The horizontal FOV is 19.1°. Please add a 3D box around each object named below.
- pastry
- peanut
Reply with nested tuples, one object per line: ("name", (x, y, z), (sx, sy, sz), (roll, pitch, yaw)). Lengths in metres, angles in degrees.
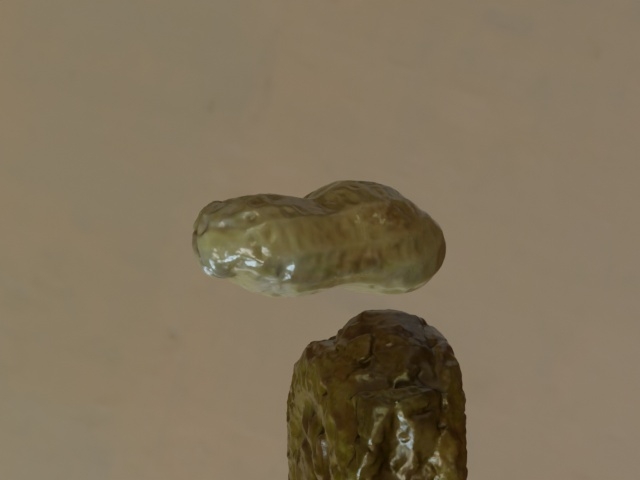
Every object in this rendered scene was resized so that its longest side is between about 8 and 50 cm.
("pastry", (0.055, 0.175, 1.533), (0.235, 0.132, 0.240), (147, 118, -72))
("peanut", (0.000, 0.000, 2.027), (0.130, 0.290, 0.130), (9, 100, 62))
